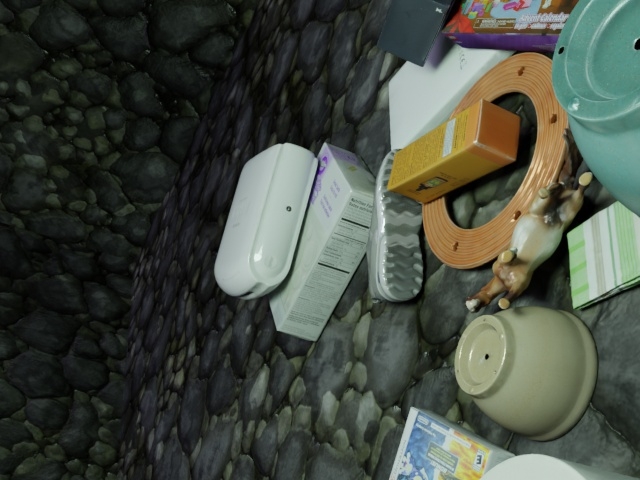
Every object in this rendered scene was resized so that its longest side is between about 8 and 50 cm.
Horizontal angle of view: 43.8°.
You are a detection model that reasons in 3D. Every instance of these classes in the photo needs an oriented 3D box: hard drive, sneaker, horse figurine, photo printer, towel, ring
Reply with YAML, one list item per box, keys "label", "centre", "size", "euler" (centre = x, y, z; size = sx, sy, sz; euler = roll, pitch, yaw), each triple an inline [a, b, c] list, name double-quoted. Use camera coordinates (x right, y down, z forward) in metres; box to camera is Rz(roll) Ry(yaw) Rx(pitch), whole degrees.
- label: "hard drive"
  centre: [0.222, -0.305, 1.405]
  size: [0.307, 0.040, 0.203]
  euler: [-46, 33, 46]
- label: "sneaker"
  centre: [0.115, -0.025, 1.352]
  size: [0.115, 0.105, 0.281]
  euler: [-35, 41, 60]
- label: "horse figurine"
  centre: [0.265, -0.010, 0.982]
  size: [0.263, 0.066, 0.174]
  euler: [-60, -13, 4]
- label: "photo printer"
  centre: [-0.123, -0.028, 1.652]
  size: [0.256, 0.107, 0.308]
  euler: [-14, 60, 66]
- label: "towel"
  centre: [0.345, 0.007, 0.915]
  size: [0.152, 0.023, 0.113]
  euler: [-42, 34, 53]
- label: "ring"
  centre: [0.259, -0.116, 1.190]
  size: [0.336, 0.032, 0.337]
  euler: [-48, 32, 43]

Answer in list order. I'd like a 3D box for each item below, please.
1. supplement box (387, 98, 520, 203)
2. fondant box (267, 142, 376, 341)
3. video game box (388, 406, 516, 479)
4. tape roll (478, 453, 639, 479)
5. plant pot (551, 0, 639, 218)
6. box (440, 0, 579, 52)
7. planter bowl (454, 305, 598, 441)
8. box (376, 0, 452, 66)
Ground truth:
- label: "supplement box"
  centre: [0.196, -0.127, 1.202]
  size: [0.233, 0.078, 0.080]
  euler: [-29, 47, 58]
- label: "fondant box"
  centre: [0.000, 0.000, 1.609]
  size: [0.330, 0.096, 0.238]
  euler: [-61, 24, 20]
- label: "video game box"
  centre: [0.157, 0.338, 1.053]
  size: [0.205, 0.048, 0.187]
  euler: [9, 84, 67]
- label: "tape roll"
  centre: [0.242, 0.328, 0.706]
  size: [0.246, 0.169, 0.246]
  euler: [-49, 31, 44]
- label: "plant pot"
  centre: [0.351, -0.159, 0.760]
  size: [0.293, 0.196, 0.293]
  euler: [-38, 42, 44]
- label: "box"
  centre: [0.316, -0.380, 1.164]
  size: [0.201, 0.057, 0.293]
  euler: [-64, 29, 2]
- label: "planter bowl"
  centre: [0.230, 0.149, 0.948]
  size: [0.162, 0.109, 0.162]
  euler: [-47, 33, 45]
- label: "box"
  centre: [0.176, -0.406, 1.326]
  size: [0.156, 0.093, 0.158]
  euler: [110, -176, -63]
